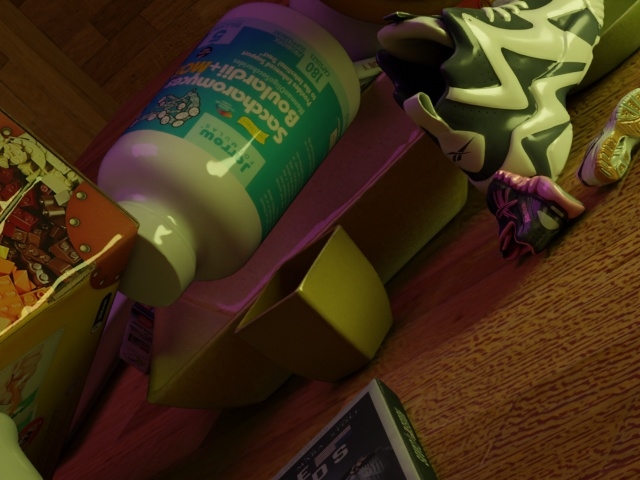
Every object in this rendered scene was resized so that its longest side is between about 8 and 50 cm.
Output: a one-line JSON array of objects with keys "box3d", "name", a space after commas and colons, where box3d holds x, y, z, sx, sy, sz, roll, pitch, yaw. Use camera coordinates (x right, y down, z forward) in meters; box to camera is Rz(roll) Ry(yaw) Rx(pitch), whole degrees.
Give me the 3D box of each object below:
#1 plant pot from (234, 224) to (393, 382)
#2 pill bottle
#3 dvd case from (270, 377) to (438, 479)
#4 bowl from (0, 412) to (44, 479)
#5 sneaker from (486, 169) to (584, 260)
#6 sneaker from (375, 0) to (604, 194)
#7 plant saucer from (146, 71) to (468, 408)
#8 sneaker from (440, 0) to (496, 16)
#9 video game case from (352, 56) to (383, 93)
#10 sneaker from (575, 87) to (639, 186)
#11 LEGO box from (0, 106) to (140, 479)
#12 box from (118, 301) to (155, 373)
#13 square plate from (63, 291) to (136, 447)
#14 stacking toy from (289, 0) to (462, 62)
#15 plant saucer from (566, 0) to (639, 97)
[{"box3d": [0.004, 0.056, 1.462, 0.081, 0.083, 0.081, -35, 15, 44], "name": "plant pot"}, {"box3d": [-0.086, -0.067, 1.648, 0.146, 0.146, 0.264, -31, 20, 52], "name": "pill bottle"}, {"box3d": [-0.007, 0.182, 1.209, 0.179, 0.029, 0.238, -45, 12, 4], "name": "dvd case"}, {"box3d": [-0.286, 0.281, 1.486, 0.298, 0.134, 0.298, -49, -12, -14], "name": "bowl"}, {"box3d": [0.134, -0.014, 1.358, 0.057, 0.047, 0.119, -59, 12, -5], "name": "sneaker"}, {"box3d": [0.117, -0.154, 1.468, 0.094, 0.153, 0.235, -23, 43, 52], "name": "sneaker"}, {"box3d": [0.000, 0.000, 1.678, 0.333, 0.081, 0.333, -44, 12, 7], "name": "plant saucer"}, {"box3d": [0.156, -0.236, 1.982, 0.067, 0.064, 0.175, -31, 19, 20], "name": "sneaker"}, {"box3d": [0.009, -0.101, 1.906, 0.201, 0.023, 0.183, -50, -14, 28], "name": "video game case"}, {"box3d": [0.197, -0.070, 1.339, 0.083, 0.032, 0.037, -51, 13, -28], "name": "sneaker"}, {"box3d": [-0.380, 0.171, 1.601, 0.372, 0.193, 0.500, -40, -16, -39], "name": "LEGO box"}, {"box3d": [-0.129, 0.031, 2.041, 0.207, 0.036, 0.114, -53, -7, -31], "name": "box"}, {"box3d": [-0.329, 0.201, 2.229, 0.344, 0.049, 0.347, -39, 13, 32], "name": "square plate"}, {"box3d": [0.074, -0.304, 1.726, 0.350, 0.351, 0.480, -52, -7, -26], "name": "stacking toy"}, {"box3d": [0.237, -0.190, 1.597, 0.241, 0.037, 0.241, -44, 11, 11], "name": "plant saucer"}]
